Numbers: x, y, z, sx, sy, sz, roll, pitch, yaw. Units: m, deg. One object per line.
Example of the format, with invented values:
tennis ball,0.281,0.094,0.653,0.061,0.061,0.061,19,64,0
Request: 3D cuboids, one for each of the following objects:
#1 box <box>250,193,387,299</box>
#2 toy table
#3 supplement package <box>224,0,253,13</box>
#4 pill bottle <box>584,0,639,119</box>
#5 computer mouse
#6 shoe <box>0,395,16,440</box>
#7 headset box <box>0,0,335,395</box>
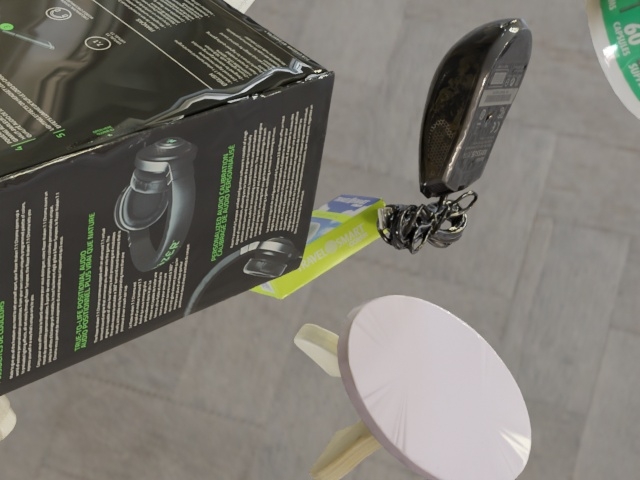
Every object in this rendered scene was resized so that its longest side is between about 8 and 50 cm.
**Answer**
box,0.000,0.000,1.735,0.178,0.109,0.042,-31,106,-19
toy table,0.100,0.186,1.851,0.252,0.161,0.274,-42,102,-27
supplement package,-0.189,-0.284,1.677,0.204,0.145,0.262,-3,42,39
pill bottle,0.436,-0.239,1.394,0.361,0.204,0.204,-19,57,39
computer mouse,0.140,-0.122,1.691,0.072,0.188,0.272,29,104,24
shoe,-0.245,0.098,0.830,0.219,0.058,0.076,-17,40,39
headset box,-0.183,-0.050,0.781,0.283,0.131,0.246,-23,47,-38
